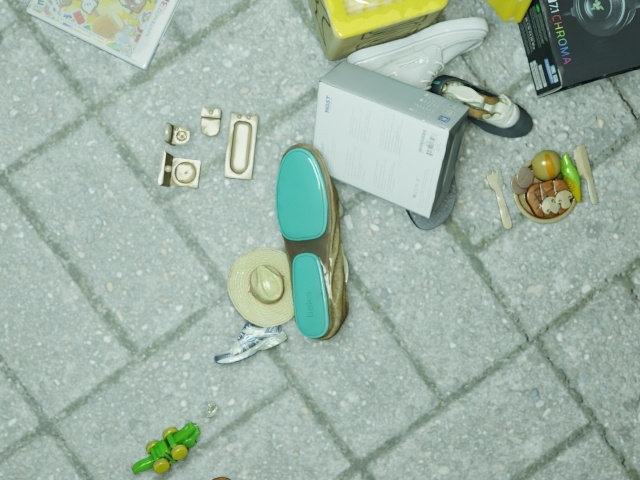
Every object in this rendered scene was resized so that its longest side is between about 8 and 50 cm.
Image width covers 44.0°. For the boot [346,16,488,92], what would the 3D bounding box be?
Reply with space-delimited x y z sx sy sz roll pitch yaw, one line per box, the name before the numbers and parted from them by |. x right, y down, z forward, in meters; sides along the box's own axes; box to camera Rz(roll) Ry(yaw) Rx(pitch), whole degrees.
boot | 0.177 -0.291 1.374 0.258 0.095 0.123 -17 77 10

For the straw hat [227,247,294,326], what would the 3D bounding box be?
straw hat | -0.093 0.077 1.385 0.145 0.061 0.144 1 78 -6

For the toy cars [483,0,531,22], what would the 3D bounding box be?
toy cars | 0.272 -0.559 1.323 0.087 0.176 0.393 -15 113 -9

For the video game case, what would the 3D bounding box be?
video game case | -0.364 -0.439 1.381 0.227 0.026 0.206 26 90 -4

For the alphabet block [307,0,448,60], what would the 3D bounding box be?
alphabet block | 0.080 -0.430 1.326 0.193 0.197 0.192 -19 94 -3

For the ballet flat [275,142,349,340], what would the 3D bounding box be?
ballet flat | 0.000 0.000 1.378 0.116 0.124 0.342 -5 97 31

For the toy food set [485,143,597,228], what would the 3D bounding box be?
toy food set | 0.411 -0.096 1.440 0.192 0.038 0.132 -17 93 -3

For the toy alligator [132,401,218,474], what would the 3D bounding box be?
toy alligator | -0.248 0.361 1.410 0.190 0.056 0.051 -37 136 -3

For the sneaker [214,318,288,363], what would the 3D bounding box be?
sneaker | -0.130 0.179 1.415 0.135 0.052 0.058 -22 84 -10

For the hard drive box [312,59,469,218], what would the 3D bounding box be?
hard drive box | 0.108 -0.167 1.306 0.232 0.089 0.181 25 135 18

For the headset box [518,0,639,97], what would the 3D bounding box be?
headset box | 0.502 -0.411 1.389 0.283 0.131 0.246 -15 94 -4

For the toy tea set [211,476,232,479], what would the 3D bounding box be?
toy tea set | -0.159 0.588 1.385 0.200 0.124 0.336 -29 94 -2

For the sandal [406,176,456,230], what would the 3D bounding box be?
sandal | 0.181 -0.143 1.420 0.097 0.054 0.254 -9 82 -3

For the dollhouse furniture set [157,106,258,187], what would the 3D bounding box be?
dollhouse furniture set | -0.189 -0.156 1.355 0.151 0.123 0.144 6 92 -4

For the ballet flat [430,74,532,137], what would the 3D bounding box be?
ballet flat | 0.292 -0.238 1.412 0.203 0.074 0.074 24 90 -5
